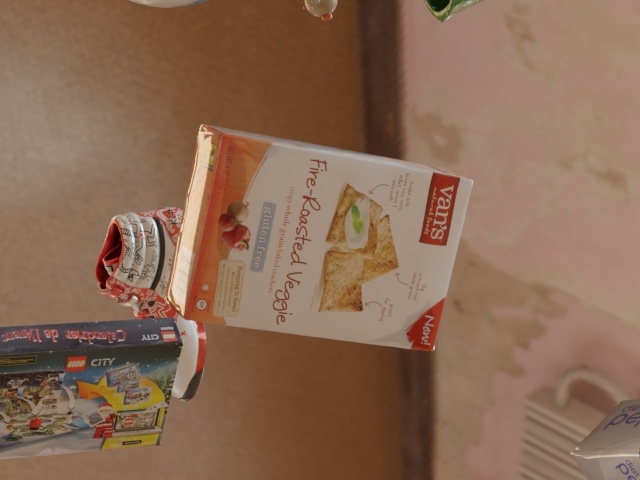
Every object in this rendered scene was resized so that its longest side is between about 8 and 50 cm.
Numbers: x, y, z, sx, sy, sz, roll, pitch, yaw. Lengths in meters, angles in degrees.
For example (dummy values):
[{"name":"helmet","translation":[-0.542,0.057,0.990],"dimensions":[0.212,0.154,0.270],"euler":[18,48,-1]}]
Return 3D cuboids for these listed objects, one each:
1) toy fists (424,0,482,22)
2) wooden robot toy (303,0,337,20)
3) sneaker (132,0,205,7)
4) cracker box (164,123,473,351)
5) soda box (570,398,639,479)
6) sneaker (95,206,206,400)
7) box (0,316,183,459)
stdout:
[{"name":"toy fists","translation":[0.166,-0.299,1.334],"dimensions":[0.142,0.096,0.279],"euler":[-27,169,-11]},{"name":"wooden robot toy","translation":[-0.015,-0.275,1.640],"dimensions":[0.076,0.079,0.173],"euler":[-25,-177,10]},{"name":"sneaker","translation":[-0.021,-0.202,0.843],"dimensions":[0.092,0.228,0.087],"euler":[-18,88,-81]},{"name":"cracker box","translation":[0.000,0.000,1.251],"dimensions":[0.232,0.067,0.156],"euler":[8,99,-24]},{"name":"soda box","translation":[0.382,0.208,1.451],"dimensions":[0.098,0.286,0.091],"euler":[-38,101,-30]},{"name":"sneaker","translation":[-0.231,0.088,1.995],"dimensions":[0.145,0.090,0.270],"euler":[-3,105,-29]},{"name":"box","translation":[-0.276,0.161,1.607],"dimensions":[0.233,0.044,0.159],"euler":[-2,129,-23]}]
